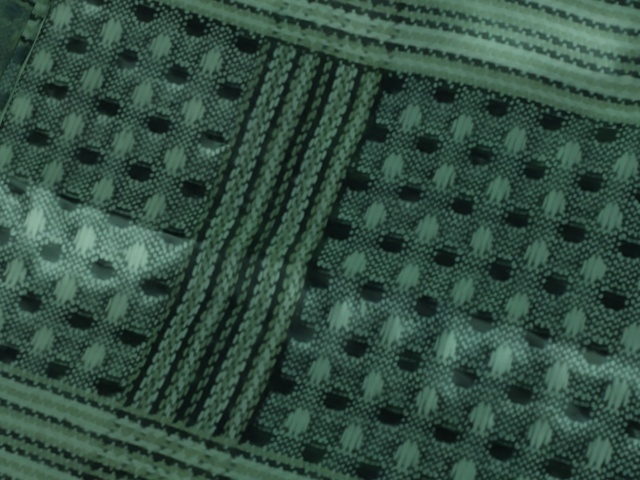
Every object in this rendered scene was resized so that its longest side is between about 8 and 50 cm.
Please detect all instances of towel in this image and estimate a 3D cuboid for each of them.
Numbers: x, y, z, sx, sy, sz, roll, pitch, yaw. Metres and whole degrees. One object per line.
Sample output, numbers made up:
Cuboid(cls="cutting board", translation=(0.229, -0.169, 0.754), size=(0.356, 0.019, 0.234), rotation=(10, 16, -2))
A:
Cuboid(cls="towel", translation=(0.000, 0.000, 0.509), size=(0.324, 0.056, 0.312), rotation=(18, 79, 18))
